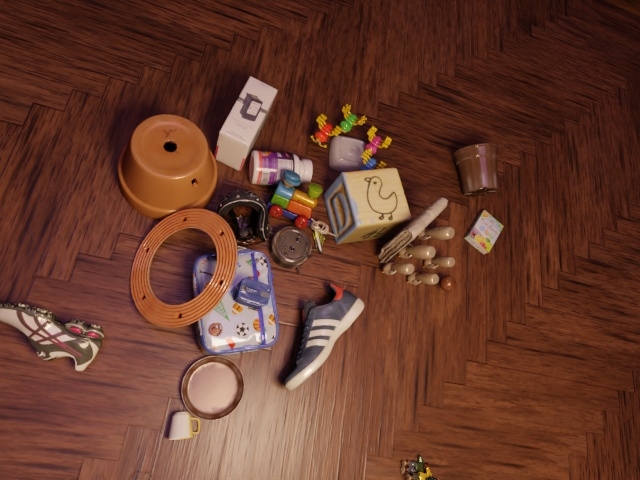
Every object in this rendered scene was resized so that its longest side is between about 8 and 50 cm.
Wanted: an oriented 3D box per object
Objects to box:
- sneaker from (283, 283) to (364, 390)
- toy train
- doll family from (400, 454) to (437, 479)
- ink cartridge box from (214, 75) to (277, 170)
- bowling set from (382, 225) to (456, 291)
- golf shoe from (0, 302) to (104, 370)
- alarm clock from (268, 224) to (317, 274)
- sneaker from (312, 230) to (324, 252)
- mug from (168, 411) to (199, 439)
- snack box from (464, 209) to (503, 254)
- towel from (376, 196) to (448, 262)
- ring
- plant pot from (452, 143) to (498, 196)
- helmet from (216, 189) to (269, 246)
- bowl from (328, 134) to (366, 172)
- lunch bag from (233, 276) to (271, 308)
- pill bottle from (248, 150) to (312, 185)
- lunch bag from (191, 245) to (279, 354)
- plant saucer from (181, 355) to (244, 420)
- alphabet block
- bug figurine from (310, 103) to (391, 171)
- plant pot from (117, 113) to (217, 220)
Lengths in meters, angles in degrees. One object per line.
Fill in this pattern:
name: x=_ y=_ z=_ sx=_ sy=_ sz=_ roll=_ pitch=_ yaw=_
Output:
sneaker: x=-0.023 y=0.272 z=1.337 sx=0.148 sy=0.131 sz=0.350 roll=39 pitch=58 yaw=4
toy train: x=-0.032 y=-0.116 z=1.431 sx=0.248 sy=0.143 sz=0.105 roll=23 pitch=34 yaw=-10
doll family: x=0.296 y=0.734 z=1.317 sx=0.111 sy=0.076 sz=0.193 roll=14 pitch=73 yaw=-19
ink cartridge box: x=-0.239 y=-0.370 z=1.443 sx=0.100 sy=0.172 sz=0.237 roll=26 pitch=66 yaw=-10
bowling set: x=0.351 y=0.095 z=1.531 sx=0.287 sy=0.154 sz=0.199 roll=-34 pitch=104 yaw=-27
golf shoe: x=-0.689 y=0.232 z=1.124 sx=0.273 sy=0.105 sz=0.120 roll=22 pitch=74 yaw=-11
alarm clock: x=-0.109 y=0.009 z=1.425 sx=0.192 sy=0.064 sz=0.129 roll=34 pitch=65 yaw=-2
sneaker: x=0.000 y=0.000 z=1.480 sx=0.035 sy=0.031 sz=0.083 roll=-7 pitch=75 yaw=-22
mug: x=-0.361 y=0.484 z=1.184 sx=0.062 sy=0.078 sz=0.064 roll=-12 pitch=64 yaw=11
snack box: x=0.615 y=-0.032 z=1.702 sx=0.100 sy=0.037 sz=0.141 roll=41 pitch=64 yaw=-4
towel: x=0.284 y=-0.028 z=1.450 sx=0.049 sy=0.282 sz=0.187 roll=46 pitch=65 yaw=5
ring: x=-0.371 y=0.071 z=1.234 sx=0.337 sy=0.032 sz=0.336 roll=-7 pitch=68 yaw=18
plant pot: x=0.597 y=-0.259 z=1.713 sx=0.167 sy=0.167 sz=0.165 roll=-2 pitch=80 yaw=-20
helmet: x=-0.230 y=-0.068 z=1.345 sx=0.169 sy=0.169 sz=0.161 roll=-9 pitch=85 yaw=-22
bowl: x=0.104 y=-0.309 z=1.610 sx=0.142 sy=0.053 sz=0.142 roll=10 pitch=70 yaw=-18
lunch bag: x=-0.186 y=0.141 z=1.230 sx=0.098 sy=0.065 sz=0.067 roll=20 pitch=64 yaw=-20
pill bottle: x=-0.129 y=-0.231 z=1.471 sx=0.194 sy=0.108 sz=0.108 roll=2 pitch=72 yaw=-19
lunch bag: x=-0.240 y=0.169 z=1.297 sx=0.243 sy=0.115 sz=0.303 roll=-3 pitch=74 yaw=-22
plant saucer: x=-0.294 y=0.403 z=1.242 sx=0.168 sy=0.029 sz=0.168 roll=6 pitch=71 yaw=-17
alphabet block: x=0.148 y=-0.111 z=1.481 sx=0.197 sy=0.193 sz=0.192 roll=-9 pitch=77 yaw=-22
bug figurine: x=0.115 y=-0.338 z=1.554 sx=0.279 sy=0.072 sz=0.216 roll=39 pitch=58 yaw=1
plant pot: x=-0.437 y=-0.224 z=1.309 sx=0.291 sy=0.203 sz=0.290 roll=6 pitch=71 yaw=-17
